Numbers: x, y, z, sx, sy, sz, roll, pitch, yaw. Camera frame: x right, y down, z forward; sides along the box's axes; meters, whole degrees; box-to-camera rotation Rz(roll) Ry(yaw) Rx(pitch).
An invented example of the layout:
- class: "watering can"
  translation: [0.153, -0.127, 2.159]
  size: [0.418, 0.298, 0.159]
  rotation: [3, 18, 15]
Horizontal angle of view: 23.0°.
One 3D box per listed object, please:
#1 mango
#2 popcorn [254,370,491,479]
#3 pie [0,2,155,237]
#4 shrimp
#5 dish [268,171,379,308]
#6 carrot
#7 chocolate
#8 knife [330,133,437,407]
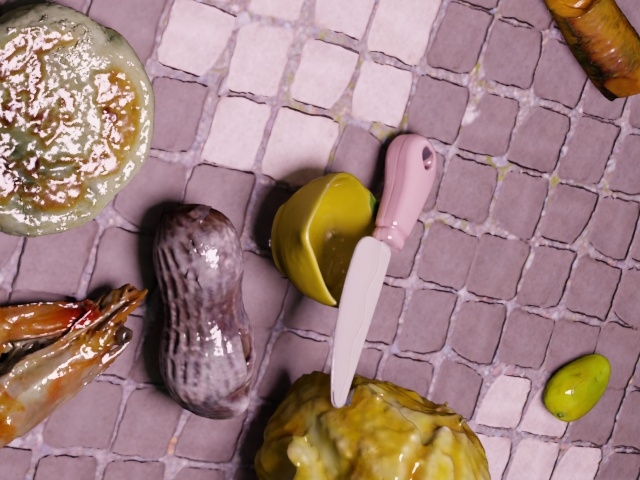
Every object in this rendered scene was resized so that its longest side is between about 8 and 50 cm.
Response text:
- class: "mango"
  translation: [0.334, 0.188, 2.031]
  size: [0.108, 0.056, 0.073]
  rotation: [-39, 129, -19]
- class: "popcorn"
  translation: [0.064, 0.280, 1.753]
  size: [0.282, 0.282, 0.247]
  rotation: [27, 79, -36]
- class: "pie"
  translation: [-0.272, -0.115, 1.534]
  size: [0.240, 0.054, 0.240]
  rotation: [-10, 110, -29]
- class: "shrimp"
  translation: [-0.304, 0.118, 1.591]
  size: [0.294, 0.062, 0.154]
  rotation: [-31, 115, -19]
- class: "dish"
  translation: [0.000, 0.000, 1.719]
  size: [0.208, 0.080, 0.149]
  rotation: [16, 77, -64]
- class: "carrot"
  translation: [0.334, -0.241, 1.868]
  size: [0.082, 0.082, 0.173]
  rotation: [-49, 129, -9]
- class: "chocolate"
  translation: [-0.125, 0.075, 1.666]
  size: [0.110, 0.110, 0.248]
  rotation: [-12, 109, -30]
- class: "knife"
  translation: [0.062, 0.023, 1.717]
  size: [0.081, 0.043, 0.336]
  rotation: [50, 49, -44]
